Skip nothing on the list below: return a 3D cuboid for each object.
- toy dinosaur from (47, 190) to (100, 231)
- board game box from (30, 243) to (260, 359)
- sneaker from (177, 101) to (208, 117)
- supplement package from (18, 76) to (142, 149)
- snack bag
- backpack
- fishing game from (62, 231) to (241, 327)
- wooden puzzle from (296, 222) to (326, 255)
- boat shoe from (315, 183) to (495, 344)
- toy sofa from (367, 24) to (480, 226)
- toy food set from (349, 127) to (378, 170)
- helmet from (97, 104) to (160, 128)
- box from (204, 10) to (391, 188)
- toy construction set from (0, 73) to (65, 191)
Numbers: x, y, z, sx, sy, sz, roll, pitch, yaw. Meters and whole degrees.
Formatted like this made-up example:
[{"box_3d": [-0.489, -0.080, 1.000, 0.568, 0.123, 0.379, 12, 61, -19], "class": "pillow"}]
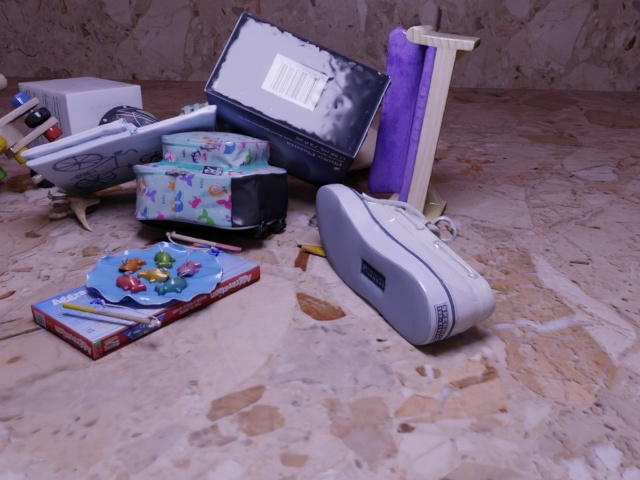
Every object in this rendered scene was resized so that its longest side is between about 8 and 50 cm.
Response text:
[{"box_3d": [-0.477, -0.070, 1.123, 0.093, 0.053, 0.183, -4, 23, -15], "class": "toy dinosaur"}, {"box_3d": [-0.234, 0.072, 0.817, 0.145, 0.027, 0.281, 19, 28, 34], "class": "board game box"}, {"box_3d": [-0.314, -0.370, 1.711, 0.208, 0.127, 0.319, -11, -3, -18], "class": "sneaker"}, {"box_3d": [-0.618, -0.309, 1.512, 0.263, 0.197, 0.199, 19, 29, 37], "class": "supplement package"}, {"box_3d": [-0.356, -0.173, 1.122, 0.343, 0.037, 0.323, -19, -3, -10], "class": "snack bag"}, {"box_3d": [-0.206, -0.100, 1.043, 0.254, 0.190, 0.225, -2, 8, 17], "class": "backpack"}, {"box_3d": [-0.232, 0.037, 0.818, 0.189, 0.041, 0.264, 11, 24, 17], "class": "fishing game"}, {"box_3d": [0.000, 0.000, 1.022, 0.079, 0.014, 0.116, 14, 25, 19], "class": "wooden puzzle"}, {"box_3d": [0.123, 0.009, 0.845, 0.157, 0.135, 0.367, -9, 27, -23], "class": "boat shoe"}, {"box_3d": [0.177, -0.218, 1.106, 0.177, 0.362, 0.150, 14, 26, 15], "class": "toy sofa"}, {"box_3d": [0.080, -0.208, 1.462, 0.306, 0.092, 0.220, -18, 40, -36], "class": "toy food set"}, {"box_3d": [-0.448, -0.241, 1.389, 0.170, 0.169, 0.162, -8, 5, -21], "class": "helmet"}, {"box_3d": [-0.051, -0.253, 1.161, 0.297, 0.182, 0.294, 24, -9, -1], "class": "box"}, {"box_3d": [-0.697, -0.211, 1.170, 0.258, 0.308, 0.237, -3, 26, 13], "class": "toy construction set"}]
